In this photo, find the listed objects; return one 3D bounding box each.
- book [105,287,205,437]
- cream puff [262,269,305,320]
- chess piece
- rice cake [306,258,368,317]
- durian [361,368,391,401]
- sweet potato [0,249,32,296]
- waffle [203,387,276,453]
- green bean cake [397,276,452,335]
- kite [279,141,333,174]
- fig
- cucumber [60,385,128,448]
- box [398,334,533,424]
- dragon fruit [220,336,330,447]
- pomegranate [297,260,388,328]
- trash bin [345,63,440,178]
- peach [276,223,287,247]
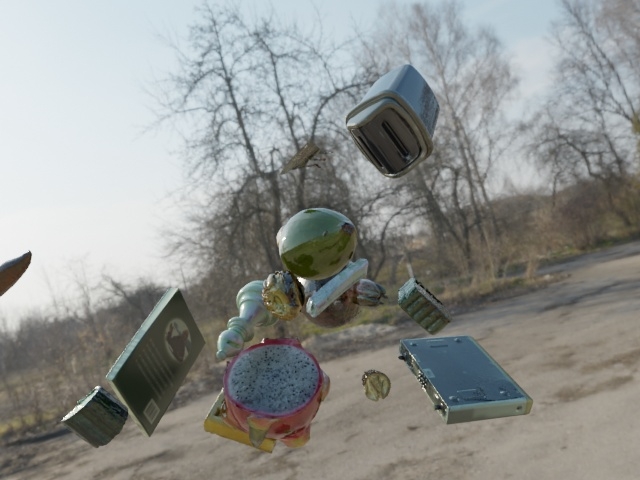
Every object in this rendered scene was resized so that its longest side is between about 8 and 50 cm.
[{"bbox_3d":[-0.480,0.357,1.650,0.043,0.260,0.371,-1,36,21],"label":"book"},{"bbox_3d":[-0.093,0.141,1.378,0.104,0.133,0.119,-14,-26,6],"label":"cream puff"},{"bbox_3d":[-0.206,0.231,1.480,0.139,0.139,0.272,-16,20,27],"label":"chess piece"},{"bbox_3d":[0.045,0.103,1.254,0.034,0.043,0.211,29,45,28],"label":"rice cake"},{"bbox_3d":[0.196,0.527,2.046,0.110,0.140,0.071,-39,19,-5],"label":"durian"},{"bbox_3d":[-0.712,0.111,1.171,0.264,0.057,0.057,-41,-7,5],"label":"sweet potato"},{"bbox_3d":[-0.210,0.511,1.685,0.221,0.055,0.248,18,32,5],"label":"waffle"},{"bbox_3d":[0.337,0.218,1.815,0.094,0.173,0.181,-46,2,11],"label":"green bean cake"},{"bbox_3d":[-0.034,-0.254,1.706,0.141,0.015,0.245,-41,-12,24],"label":"kite"},{"bbox_3d":[0.000,0.000,1.497,0.203,0.203,0.225,-12,-14,-37],"label":"fig"},{"bbox_3d":[-0.521,0.411,1.290,0.062,0.115,0.116,-18,30,40],"label":"cucumber"},{"bbox_3d":[0.300,0.291,1.198,0.211,0.045,0.270,-1,21,-12],"label":"box"},{"bbox_3d":[-0.126,0.447,1.545,0.305,0.226,0.305,1,38,-1],"label":"dragon fruit"},{"bbox_3d":[0.078,0.188,1.975,0.340,0.285,0.285,1,7,42],"label":"pomegranate"},{"bbox_3d":[0.192,-0.305,1.401,0.182,0.209,0.290,-24,26,39],"label":"trash bin"},{"bbox_3d":[-0.094,-0.004,1.757,0.100,0.101,0.101,-14,-4,-1],"label":"peach"}]
